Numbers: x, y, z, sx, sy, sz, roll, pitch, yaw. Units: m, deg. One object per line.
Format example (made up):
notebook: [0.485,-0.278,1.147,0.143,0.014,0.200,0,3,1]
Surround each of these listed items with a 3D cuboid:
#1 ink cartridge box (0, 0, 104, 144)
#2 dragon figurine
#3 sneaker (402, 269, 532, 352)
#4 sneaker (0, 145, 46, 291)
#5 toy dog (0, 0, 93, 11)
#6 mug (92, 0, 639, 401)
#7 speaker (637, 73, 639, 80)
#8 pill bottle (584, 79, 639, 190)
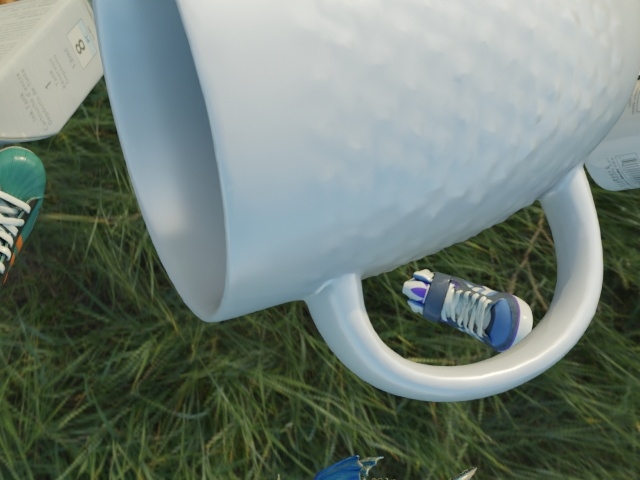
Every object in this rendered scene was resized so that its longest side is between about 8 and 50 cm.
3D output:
ink cartridge box: [-0.394,-0.077,0.721,0.308,0.385,0.091,-5,130,18]
dragon figurine: [0.046,0.324,1.067,0.289,0.144,0.085,-38,152,15]
sneaker: [0.300,0.150,1.831,0.236,0.323,0.130,12,98,-13]
sneaker: [-0.443,0.019,1.082,0.108,0.121,0.302,31,83,-34]
toy dog: [-0.382,-0.449,1.321,0.395,0.284,0.408,39,98,-8]
mug: [0.056,-0.076,0.566,0.328,0.276,0.374,-16,79,-21]
speaker: [0.367,-0.251,1.096,0.055,0.055,0.136,-29,71,-5]
pill bottle: [0.434,-0.135,0.966,0.131,0.229,0.131,6,81,-42]
